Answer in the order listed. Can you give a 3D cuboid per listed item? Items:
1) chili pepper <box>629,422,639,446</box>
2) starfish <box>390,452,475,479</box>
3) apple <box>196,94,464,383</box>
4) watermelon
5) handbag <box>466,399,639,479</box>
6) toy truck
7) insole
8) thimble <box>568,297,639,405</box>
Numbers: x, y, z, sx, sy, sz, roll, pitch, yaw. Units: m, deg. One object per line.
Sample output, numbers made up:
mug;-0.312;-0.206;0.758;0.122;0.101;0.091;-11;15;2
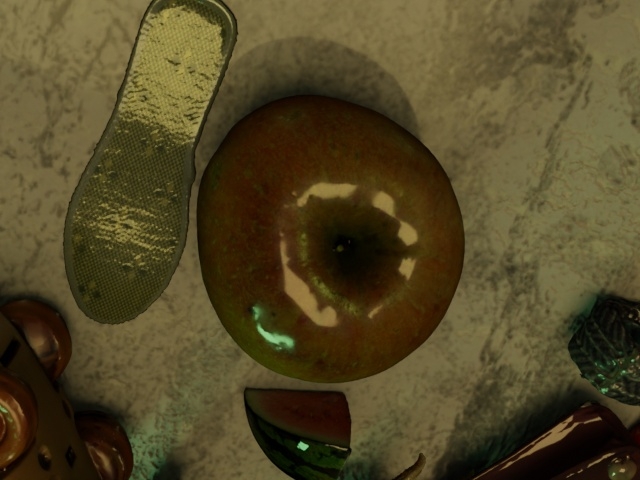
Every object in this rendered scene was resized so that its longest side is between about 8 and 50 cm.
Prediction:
chili pepper;0.355;0.159;1.075;0.045;0.027;0.178;39;109;-20
starfish;0.043;0.269;1.069;0.238;0.057;0.213;-19;154;-29
apple;0.000;0.000;0.896;0.236;0.207;0.237;-2;98;-15
watermelon;-0.001;0.182;1.027;0.094;0.135;0.125;-42;112;-25
handbag;0.249;0.281;1.078;0.203;0.074;0.216;-33;124;10
toy truck;-0.299;0.180;0.934;0.211;0.204;0.288;-20;108;6
insole;-0.151;-0.064;0.946;0.109;0.007;0.322;17;112;-12
thimble;0.288;0.104;1.012;0.104;0.095;0.066;-1;132;-44
